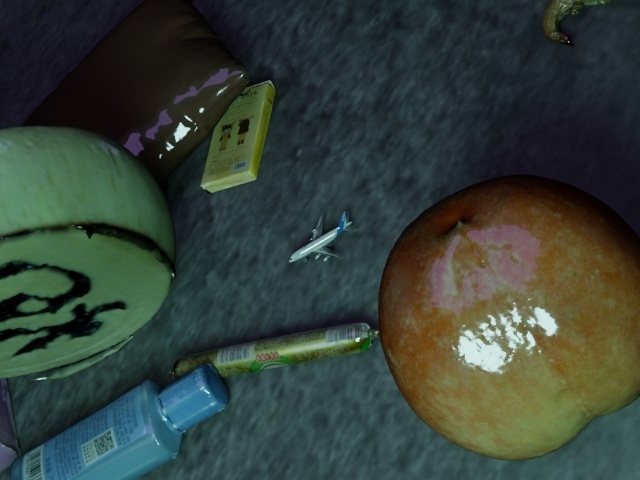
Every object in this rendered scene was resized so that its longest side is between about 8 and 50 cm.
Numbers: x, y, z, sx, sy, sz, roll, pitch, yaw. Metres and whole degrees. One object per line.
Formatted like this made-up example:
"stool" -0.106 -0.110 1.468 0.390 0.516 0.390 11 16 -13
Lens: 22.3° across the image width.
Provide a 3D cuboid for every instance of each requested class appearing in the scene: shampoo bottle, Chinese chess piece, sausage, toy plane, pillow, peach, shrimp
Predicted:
"shampoo bottle" -0.213 0.215 1.721 0.258 0.061 0.104 -31 41 15
"Chinese chess piece" -0.328 0.024 1.764 0.349 0.349 0.146 -28 60 17
"sausage" -0.053 0.118 1.695 0.269 0.033 0.033 -13 48 31
"toy plane" 0.002 0.001 1.759 0.084 0.024 0.078 -40 40 15
"pillow" -0.234 -0.162 2.024 0.308 0.108 0.305 -44 36 5
"peach" 0.170 0.061 1.407 0.252 0.252 0.252 -22 44 23
"shrimp" 0.285 -0.243 1.740 0.114 0.023 0.083 -4 57 44

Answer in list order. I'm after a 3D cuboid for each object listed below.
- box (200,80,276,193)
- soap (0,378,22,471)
"box" -0.098 -0.126 1.955 0.073 0.020 0.149 -14 48 32
"soap" -0.480 0.247 1.899 0.259 0.081 0.181 -34 40 10
